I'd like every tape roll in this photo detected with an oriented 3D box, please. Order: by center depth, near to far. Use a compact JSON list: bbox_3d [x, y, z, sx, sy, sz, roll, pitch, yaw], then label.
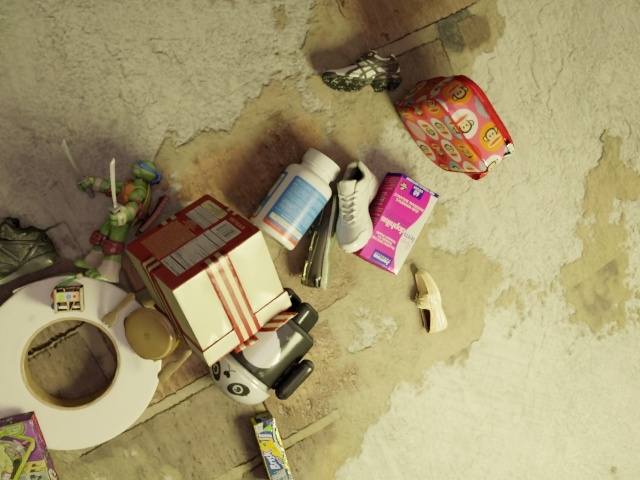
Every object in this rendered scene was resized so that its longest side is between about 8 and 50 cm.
[{"bbox_3d":[-0.549,0.263,1.614,0.392,0.072,0.392,-1,95,-14],"label":"tape roll"}]

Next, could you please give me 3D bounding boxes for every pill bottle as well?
[{"bbox_3d":[-0.052,-0.099,1.690,0.124,0.124,0.221,37,86,-15],"label":"pill bottle"}]

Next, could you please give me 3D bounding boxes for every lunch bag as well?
[{"bbox_3d":[0.312,-0.248,1.689,0.120,0.293,0.258,-40,107,-7],"label":"lunch bag"}]

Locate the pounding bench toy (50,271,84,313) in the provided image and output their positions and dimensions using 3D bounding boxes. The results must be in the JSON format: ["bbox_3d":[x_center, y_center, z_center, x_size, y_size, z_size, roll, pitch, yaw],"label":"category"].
[{"bbox_3d":[-0.534,0.108,1.541,0.065,0.052,0.083,-2,95,-15],"label":"pounding bench toy"}]

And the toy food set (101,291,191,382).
[{"bbox_3d":[-0.367,0.201,1.579,0.192,0.038,0.132,46,115,-1],"label":"toy food set"}]

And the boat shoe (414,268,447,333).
[{"bbox_3d":[0.266,0.155,1.828,0.059,0.063,0.170,-24,101,-18],"label":"boat shoe"}]

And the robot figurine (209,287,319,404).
[{"bbox_3d":[-0.129,0.241,1.671,0.278,0.209,0.173,-48,117,-7],"label":"robot figurine"}]

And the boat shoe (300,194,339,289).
[{"bbox_3d":[0.000,0.000,1.735,0.069,0.081,0.227,7,85,13],"label":"boat shoe"}]

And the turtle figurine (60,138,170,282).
[{"bbox_3d":[-0.470,-0.062,1.548,0.198,0.275,0.266,20,94,18],"label":"turtle figurine"}]

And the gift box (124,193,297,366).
[{"bbox_3d":[-0.212,0.084,1.556,0.276,0.255,0.258,-31,131,-19],"label":"gift box"}]

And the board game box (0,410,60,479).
[{"bbox_3d":[-0.749,0.502,1.551,0.347,0.056,0.208,-13,110,-3],"label":"board game box"}]

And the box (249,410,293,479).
[{"bbox_3d":[-0.118,0.502,1.756,0.054,0.059,0.169,-17,99,-14],"label":"box"}]

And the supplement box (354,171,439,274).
[{"bbox_3d":[0.172,-0.042,1.762,0.111,0.114,0.220,28,89,-17],"label":"supplement box"}]

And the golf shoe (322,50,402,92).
[{"bbox_3d":[0.095,-0.404,1.738,0.198,0.077,0.094,-2,81,-19],"label":"golf shoe"}]

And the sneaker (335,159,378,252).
[{"bbox_3d":[0.068,-0.085,1.690,0.115,0.090,0.232,52,39,-51],"label":"sneaker"}]

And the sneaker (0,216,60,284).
[{"bbox_3d":[-0.688,0.031,1.552,0.227,0.087,0.130,-25,99,-15],"label":"sneaker"}]

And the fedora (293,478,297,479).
[{"bbox_3d":[-0.092,0.725,1.748,0.244,0.124,0.275,37,85,-15],"label":"fedora"}]
